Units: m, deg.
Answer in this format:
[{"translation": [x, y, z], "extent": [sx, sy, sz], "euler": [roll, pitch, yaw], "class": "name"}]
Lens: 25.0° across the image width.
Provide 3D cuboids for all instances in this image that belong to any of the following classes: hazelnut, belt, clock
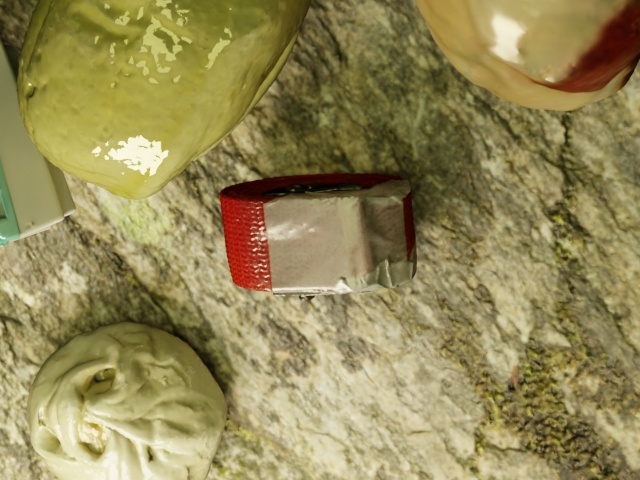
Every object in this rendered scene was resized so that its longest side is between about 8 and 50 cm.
[{"translation": [0.206, -0.250, 1.330], "extent": [0.261, 0.261, 0.241], "euler": [31, 76, 3], "class": "hazelnut"}, {"translation": [0.000, 0.000, 1.465], "extent": [0.201, 0.128, 0.124], "euler": [-2, 104, 16], "class": "belt"}, {"translation": [-0.367, -0.108, 1.490], "extent": [0.262, 0.116, 0.231], "euler": [-7, 100, 52], "class": "clock"}]

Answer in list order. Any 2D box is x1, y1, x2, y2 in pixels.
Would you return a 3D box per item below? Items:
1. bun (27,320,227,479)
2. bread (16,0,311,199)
[{"translation": [-0.217, 0.199, 1.563], "extent": [0.231, 0.133, 0.231], "euler": [3, 103, 13], "class": "bun"}, {"translation": [-0.156, -0.201, 1.359], "extent": [0.237, 0.320, 0.320], "euler": [30, 108, -1], "class": "bread"}]
